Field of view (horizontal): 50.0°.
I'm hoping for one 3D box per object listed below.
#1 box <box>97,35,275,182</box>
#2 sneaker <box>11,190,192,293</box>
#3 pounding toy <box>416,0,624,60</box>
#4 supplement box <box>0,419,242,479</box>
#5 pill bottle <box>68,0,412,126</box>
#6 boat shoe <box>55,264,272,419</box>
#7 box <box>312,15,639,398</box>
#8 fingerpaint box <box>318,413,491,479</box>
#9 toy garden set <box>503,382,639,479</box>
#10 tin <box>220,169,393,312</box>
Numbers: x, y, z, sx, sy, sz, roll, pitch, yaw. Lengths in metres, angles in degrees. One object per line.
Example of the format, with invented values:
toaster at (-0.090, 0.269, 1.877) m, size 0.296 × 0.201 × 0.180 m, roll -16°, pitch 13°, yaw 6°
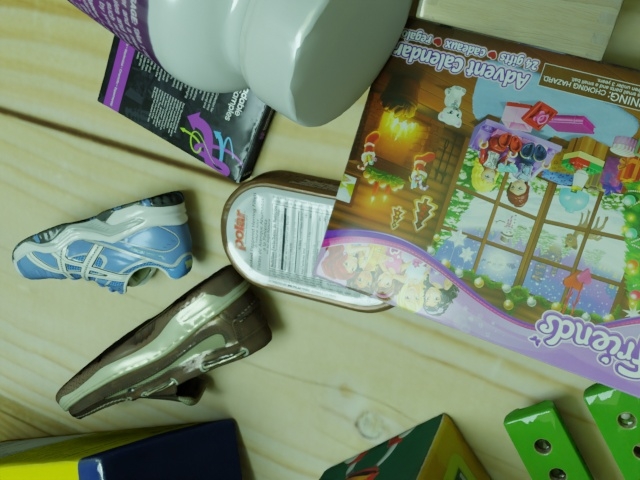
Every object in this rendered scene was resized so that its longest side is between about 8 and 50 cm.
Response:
box at (-0.114, -0.139, 0.603) m, size 0.162 × 0.029 × 0.116 m, roll 32°, pitch 117°, yaw 13°
sneaker at (-0.215, 0.016, 0.667) m, size 0.211 × 0.080 × 0.081 m, roll -14°, pitch 97°, yaw 28°
pounding toy at (0.119, -0.187, 0.441) m, size 0.130 × 0.141 × 0.100 m, roll 15°, pitch 112°, yaw 3°
supplement box at (-0.271, 0.305, 0.692) m, size 0.356 × 0.194 × 0.195 m, roll -12°, pitch 81°, yaw 27°
pill bottle at (-0.090, -0.208, 0.472) m, size 0.301 × 0.169 × 0.169 m, roll 38°, pitch 117°, yaw 18°
boat shoe at (-0.155, 0.127, 0.671) m, size 0.257 × 0.095 × 0.095 m, roll -33°, pitch 97°, yaw 28°
box at (0.160, -0.022, 0.477) m, size 0.293 × 0.057 × 0.201 m, roll 19°, pitch 99°, yaw 18°
fingerpaint box at (0.110, 0.423, 0.493) m, size 0.163 × 0.371 × 0.445 m, roll -34°, pitch 92°, yaw 28°
toy garden set at (0.298, 0.180, 0.518) m, size 0.244 × 0.049 × 0.204 m, roll -27°, pitch 93°, yaw 27°
tin at (0.000, 0.000, 0.595) m, size 0.190 × 0.040 × 0.106 m, roll 12°, pitch 106°, yaw 20°
